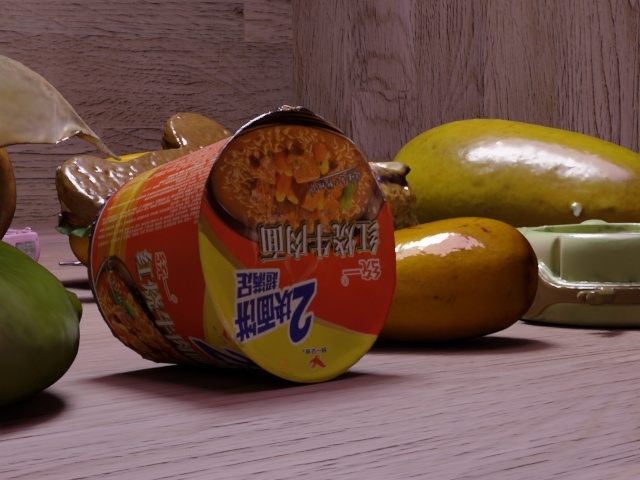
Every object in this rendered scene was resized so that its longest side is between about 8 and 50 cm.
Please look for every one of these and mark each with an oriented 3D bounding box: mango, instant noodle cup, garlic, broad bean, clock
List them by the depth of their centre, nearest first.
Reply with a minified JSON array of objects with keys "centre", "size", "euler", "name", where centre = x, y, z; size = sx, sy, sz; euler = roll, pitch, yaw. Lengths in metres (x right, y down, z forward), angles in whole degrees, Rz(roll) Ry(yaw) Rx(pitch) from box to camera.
[{"centre":[-0.286,0.059,1.107],"size":[0.238,0.119,0.291],"euler":[9,7,8],"name":"broad bean"},{"centre":[-0.071,0.012,1.263],"size":[0.174,0.213,0.213],"euler":[-8,-3,45],"name":"instant noodle cup"},{"centre":[0.090,0.038,1.442],"size":[0.219,0.112,0.145],"euler":[-4,9,-6],"name":"mango"},{"centre":[0.309,0.034,1.634],"size":[0.235,0.096,0.308],"euler":[0,4,-2],"name":"clock"},{"centre":[-0.441,-0.150,2.056],"size":[0.338,0.196,0.151],"euler":[-11,-31,-51],"name":"garlic"},{"centre":[0.290,-0.057,2.147],"size":[0.301,0.221,0.445],"euler":[11,-6,-43],"name":"mango"}]

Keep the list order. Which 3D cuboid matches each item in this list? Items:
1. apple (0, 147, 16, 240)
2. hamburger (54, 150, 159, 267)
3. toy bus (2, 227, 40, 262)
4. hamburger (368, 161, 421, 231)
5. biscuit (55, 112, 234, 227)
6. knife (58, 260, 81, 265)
[{"centre":[-0.562,-0.074,2.208],"size":[0.264,0.264,0.264],"euler":[-1,3,0],"name":"apple"},{"centre":[-0.239,-0.025,2.147],"size":[0.246,0.170,0.246],"euler":[-9,12,2],"name":"hamburger"},{"centre":[-0.510,0.018,2.393],"size":[0.090,0.063,0.203],"euler":[4,7,27],"name":"toy bus"},{"centre":[0.000,0.000,1.767],"size":[0.244,0.163,0.244],"euler":[-8,-1,0],"name":"hamburger"},{"centre":[-0.113,-0.052,2.010],"size":[0.283,0.064,0.432],"euler":[39,37,18],"name":"biscuit"},{"centre":[-0.299,0.028,2.545],"size":[0.247,0.018,0.035],"euler":[-3,6,-18],"name":"knife"}]
